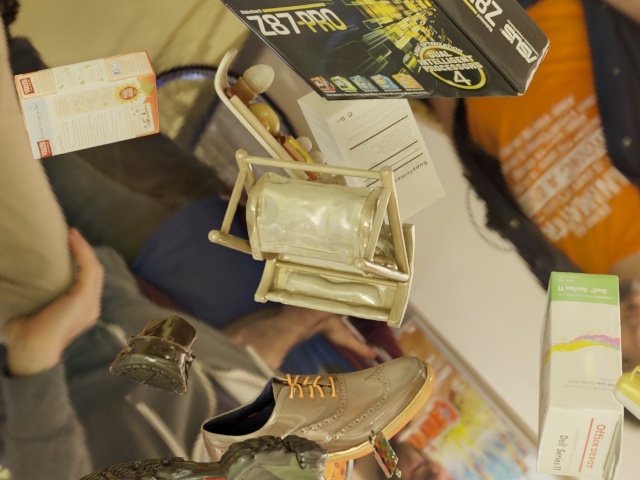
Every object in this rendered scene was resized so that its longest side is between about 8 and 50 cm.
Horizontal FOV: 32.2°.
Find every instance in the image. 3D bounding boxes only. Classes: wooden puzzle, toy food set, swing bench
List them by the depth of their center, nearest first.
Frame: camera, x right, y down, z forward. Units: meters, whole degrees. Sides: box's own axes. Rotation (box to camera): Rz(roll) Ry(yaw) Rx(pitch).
[{"bbox_3d":[0.088,0.295,1.531,0.006,0.083,0.049,-27,-170,22],"label":"wooden puzzle"},{"bbox_3d":[0.000,0.000,1.715,0.255,0.253,0.165,58,45,-60],"label":"swing bench"},{"bbox_3d":[-0.062,-0.203,1.912,0.092,0.306,0.220,-41,-170,6],"label":"toy food set"}]

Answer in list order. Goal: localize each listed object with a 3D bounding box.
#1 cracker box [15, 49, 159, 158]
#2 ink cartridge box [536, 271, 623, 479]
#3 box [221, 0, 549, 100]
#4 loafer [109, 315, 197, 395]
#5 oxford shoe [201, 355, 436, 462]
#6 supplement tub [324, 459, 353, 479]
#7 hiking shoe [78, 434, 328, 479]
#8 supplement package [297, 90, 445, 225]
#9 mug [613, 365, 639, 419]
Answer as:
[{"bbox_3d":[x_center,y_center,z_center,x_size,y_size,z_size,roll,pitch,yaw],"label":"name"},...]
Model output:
[{"bbox_3d":[-0.406,-0.238,1.949,0.232,0.067,0.156,-14,147,-15],"label":"cracker box"},{"bbox_3d":[0.425,0.250,1.835,0.207,0.119,0.353,86,11,-47],"label":"ink cartridge box"},{"bbox_3d":[0.045,-0.305,1.397,0.318,0.395,0.097,42,70,-34],"label":"box"},{"bbox_3d":[-0.168,0.112,1.145,0.220,0.080,0.078,143,-34,-77],"label":"loafer"},{"bbox_3d":[-0.004,0.253,1.650,0.363,0.133,0.130,-27,-152,3],"label":"oxford shoe"},{"bbox_3d":[-0.053,0.380,1.978,0.207,0.207,0.338,-41,-179,-6],"label":"supplement tub"},{"bbox_3d":[-0.098,0.215,0.800,0.226,0.114,0.086,-10,180,-6],"label":"hiking shoe"},{"bbox_3d":[0.109,-0.196,2.335,0.175,0.177,0.293,-31,120,-10],"label":"supplement package"},{"bbox_3d":[0.459,0.214,1.588,0.062,0.064,0.078,-4,122,-55],"label":"mug"}]
